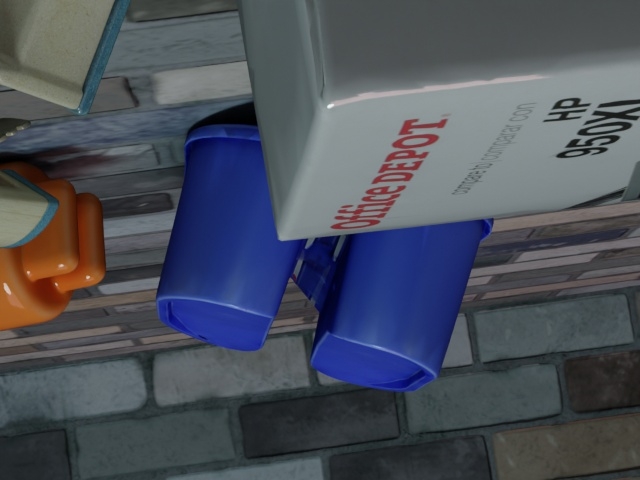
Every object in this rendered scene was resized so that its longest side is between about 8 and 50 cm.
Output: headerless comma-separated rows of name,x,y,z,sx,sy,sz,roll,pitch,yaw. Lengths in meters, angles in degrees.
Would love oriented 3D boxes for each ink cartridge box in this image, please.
ink cartridge box,0.168,-0.119,0.725,0.395,0.166,0.285,-6,171,-6

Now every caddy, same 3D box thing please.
caddy,0.000,0.000,1.331,0.241,0.179,0.341,17,169,-2

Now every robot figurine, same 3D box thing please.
robot figurine,-0.273,0.013,1.300,0.219,0.128,0.158,-10,-158,17

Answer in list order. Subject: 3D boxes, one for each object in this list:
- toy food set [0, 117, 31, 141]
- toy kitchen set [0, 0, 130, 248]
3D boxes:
toy food set,-0.284,-0.044,1.022,0.132,0.038,0.192,8,-144,44
toy kitchen set,-0.187,-0.101,0.880,0.207,0.166,0.122,31,-165,34
